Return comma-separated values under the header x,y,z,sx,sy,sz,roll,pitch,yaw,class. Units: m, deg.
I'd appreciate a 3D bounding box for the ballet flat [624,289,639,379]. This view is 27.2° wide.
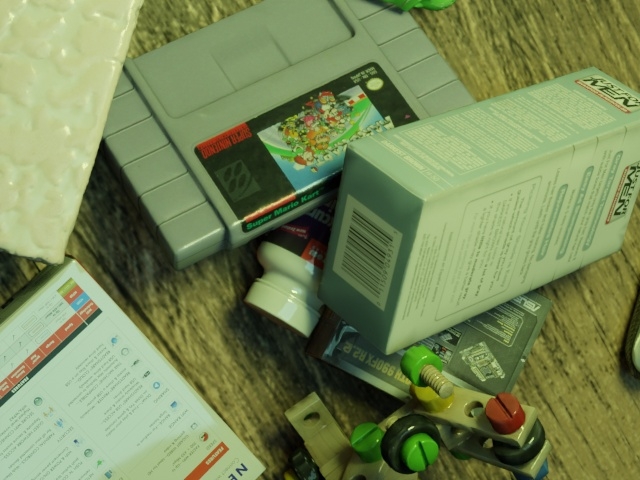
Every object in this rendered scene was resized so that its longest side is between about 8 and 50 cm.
x,y,z,sx,sy,sz,roll,pitch,yaw,class
0.423,0.052,1.590,0.084,0.058,0.250,20,79,1,ballet flat

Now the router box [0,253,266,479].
x,y,z,sx,sy,sz,roll,pitch,yaw,class
-0.276,0.235,1.315,0.335,0.082,0.301,-43,106,-13,router box

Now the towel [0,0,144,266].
x,y,z,sx,sy,sz,roll,pitch,yaw,class
-0.358,-0.164,1.249,0.331,0.053,0.317,16,88,-8,towel

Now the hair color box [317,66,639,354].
x,y,z,sx,sy,sz,roll,pitch,yaw,class
0.182,-0.040,1.357,0.374,0.113,0.185,-19,135,-37,hair color box

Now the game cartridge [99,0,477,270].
x,y,z,sx,sy,sz,roll,pitch,yaw,class
-0.043,-0.136,1.339,0.355,0.068,0.230,-27,64,-17,game cartridge

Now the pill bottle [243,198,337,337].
x,y,z,sx,sy,sz,roll,pitch,yaw,class
0.000,0.000,1.393,0.108,0.108,0.193,32,81,-19,pill bottle

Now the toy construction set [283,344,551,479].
x,y,z,sx,sy,sz,roll,pitch,yaw,class
0.107,0.229,1.389,0.308,0.237,0.257,23,100,-37,toy construction set

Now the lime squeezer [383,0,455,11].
x,y,z,sx,sy,sz,roll,pitch,yaw,class
0.086,-0.292,1.362,0.310,0.059,0.110,-6,95,-30,lime squeezer

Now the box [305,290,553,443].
x,y,z,sx,sy,sz,roll,pitch,yaw,class
0.124,0.096,1.473,0.231,0.056,0.183,28,84,-19,box
